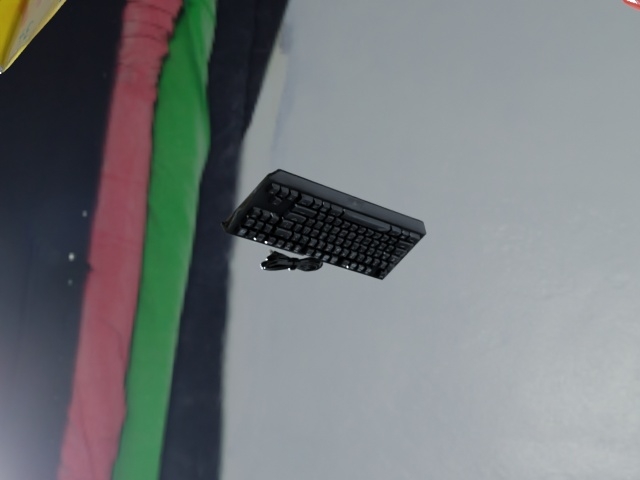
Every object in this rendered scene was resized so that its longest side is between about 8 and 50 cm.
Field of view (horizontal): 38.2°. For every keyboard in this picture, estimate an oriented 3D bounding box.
[{"bbox_3d":[0.000,0.000,0.822,0.180,0.108,0.023,18,-139,-35],"label":"keyboard"}]

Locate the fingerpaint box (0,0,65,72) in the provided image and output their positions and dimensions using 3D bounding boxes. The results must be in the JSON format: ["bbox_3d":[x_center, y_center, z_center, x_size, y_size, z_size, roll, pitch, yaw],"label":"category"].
[{"bbox_3d":[-0.155,-0.373,0.621,0.371,0.163,0.444,-57,16,26],"label":"fingerpaint box"}]

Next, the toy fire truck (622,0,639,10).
[{"bbox_3d":[0.191,-0.188,0.400,0.246,0.217,0.158,43,139,49],"label":"toy fire truck"}]
